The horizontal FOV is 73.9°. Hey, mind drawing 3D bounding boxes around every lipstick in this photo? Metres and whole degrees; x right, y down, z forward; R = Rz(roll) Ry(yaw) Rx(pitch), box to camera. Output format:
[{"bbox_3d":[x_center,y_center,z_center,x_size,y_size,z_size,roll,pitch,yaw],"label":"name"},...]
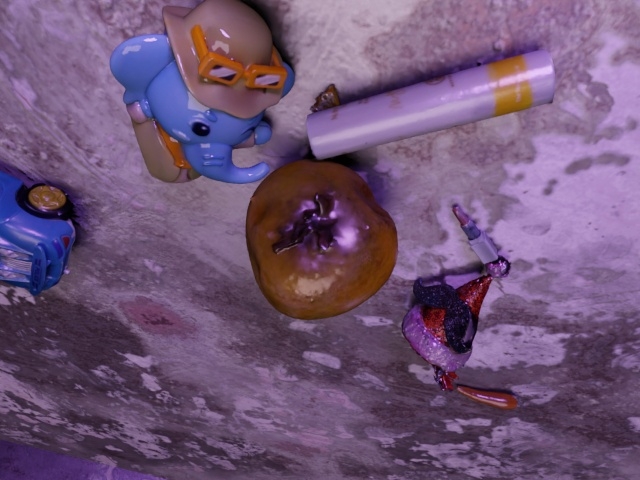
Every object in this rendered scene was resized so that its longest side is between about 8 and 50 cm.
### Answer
[{"bbox_3d":[0.113,-0.148,0.482,0.264,0.059,0.059,-11,131,15],"label":"lipstick"},{"bbox_3d":[0.225,-0.011,0.629,0.025,0.025,0.107,-29,116,33],"label":"lipstick"}]

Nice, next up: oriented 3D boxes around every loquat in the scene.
[{"bbox_3d":[0.001,-0.005,0.564,0.213,0.213,0.213,6,135,7],"label":"loquat"}]

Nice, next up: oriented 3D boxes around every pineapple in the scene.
[{"bbox_3d":[0.010,-0.153,0.541,0.045,0.019,0.083,-8,134,16],"label":"pineapple"}]

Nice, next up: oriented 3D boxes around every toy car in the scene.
[{"bbox_3d":[-0.567,-0.028,0.696,0.314,0.166,0.198,29,129,-15],"label":"toy car"}]

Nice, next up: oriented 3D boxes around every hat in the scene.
[{"bbox_3d":[0.231,0.118,0.694,0.129,0.140,0.227,19,123,-20],"label":"hat"}]

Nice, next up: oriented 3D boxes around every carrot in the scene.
[{"bbox_3d":[0.370,0.346,0.939,0.142,0.035,0.035,10,135,9],"label":"carrot"}]

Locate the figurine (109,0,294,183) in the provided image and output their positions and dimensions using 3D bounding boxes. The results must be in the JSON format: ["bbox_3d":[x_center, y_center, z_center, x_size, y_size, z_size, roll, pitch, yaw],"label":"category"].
[{"bbox_3d":[-0.133,-0.156,0.503,0.180,0.153,0.262,15,153,-14],"label":"figurine"}]
